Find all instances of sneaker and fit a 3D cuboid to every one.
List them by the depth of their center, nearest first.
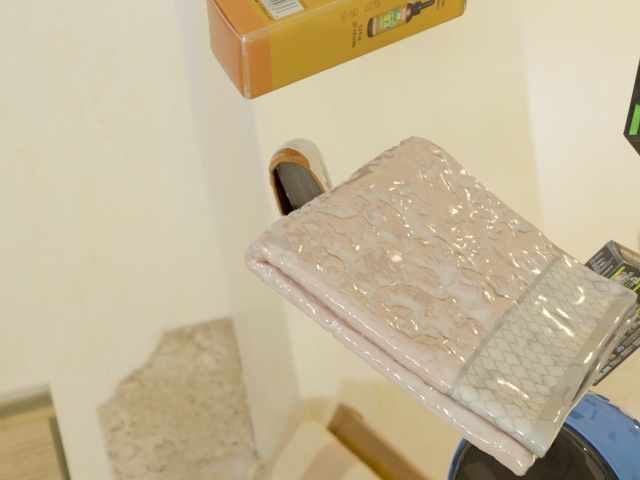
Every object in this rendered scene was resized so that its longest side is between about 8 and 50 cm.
[{"bbox_3d":[0.000,0.000,1.480,0.106,0.290,0.123,-26,8,18],"label":"sneaker"}]

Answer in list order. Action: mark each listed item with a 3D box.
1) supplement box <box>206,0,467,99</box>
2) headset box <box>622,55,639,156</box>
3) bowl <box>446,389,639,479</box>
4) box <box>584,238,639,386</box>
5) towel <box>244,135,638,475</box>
[{"bbox_3d":[0.019,-0.212,0.924,0.233,0.078,0.080,-22,57,-16],"label":"supplement box"},{"bbox_3d":[0.719,-0.275,1.927,0.283,0.246,0.131,1,-25,42],"label":"headset box"},{"bbox_3d":[0.291,0.377,1.274,0.077,0.391,0.391,-3,9,-32],"label":"bowl"},{"bbox_3d":[0.513,0.139,1.893,0.216,0.270,0.060,22,32,-32],"label":"box"},{"bbox_3d":[0.135,0.038,1.005,0.317,0.053,0.332,37,35,13],"label":"towel"}]
